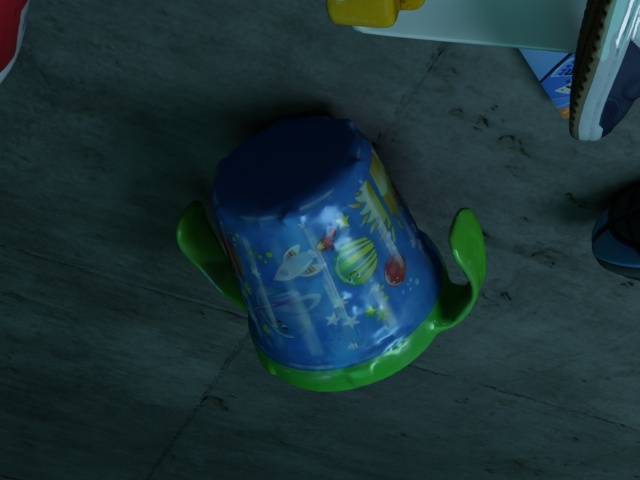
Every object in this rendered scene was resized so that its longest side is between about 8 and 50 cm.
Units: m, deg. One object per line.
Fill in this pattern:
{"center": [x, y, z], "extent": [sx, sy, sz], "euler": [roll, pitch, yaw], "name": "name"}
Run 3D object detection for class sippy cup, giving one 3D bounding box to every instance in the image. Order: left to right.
{"center": [0.000, 0.000, 0.943], "extent": [0.305, 0.240, 0.224], "euler": [-22, 130, 3], "name": "sippy cup"}

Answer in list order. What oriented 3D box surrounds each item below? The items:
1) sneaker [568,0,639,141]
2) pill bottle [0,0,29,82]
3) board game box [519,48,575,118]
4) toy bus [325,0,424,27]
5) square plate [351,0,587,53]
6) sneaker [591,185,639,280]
{"center": [0.267, -0.169, 0.606], "extent": [0.153, 0.099, 0.282], "euler": [10, 138, 6], "name": "sneaker"}
{"center": [-0.324, -0.231, 0.654], "extent": [0.229, 0.229, 0.408], "euler": [18, 145, -14], "name": "pill bottle"}
{"center": [0.307, -0.197, 0.748], "extent": [0.281, 0.027, 0.145], "euler": [-17, 137, 31], "name": "board game box"}
{"center": [0.048, -0.288, 0.517], "extent": [0.130, 0.108, 0.333], "euler": [3, 138, 12], "name": "toy bus"}
{"center": [0.194, -0.276, 0.614], "extent": [0.347, 0.049, 0.344], "euler": [7, 140, 7], "name": "square plate"}
{"center": [0.454, -0.002, 0.914], "extent": [0.341, 0.125, 0.139], "euler": [-9, 147, 27], "name": "sneaker"}
